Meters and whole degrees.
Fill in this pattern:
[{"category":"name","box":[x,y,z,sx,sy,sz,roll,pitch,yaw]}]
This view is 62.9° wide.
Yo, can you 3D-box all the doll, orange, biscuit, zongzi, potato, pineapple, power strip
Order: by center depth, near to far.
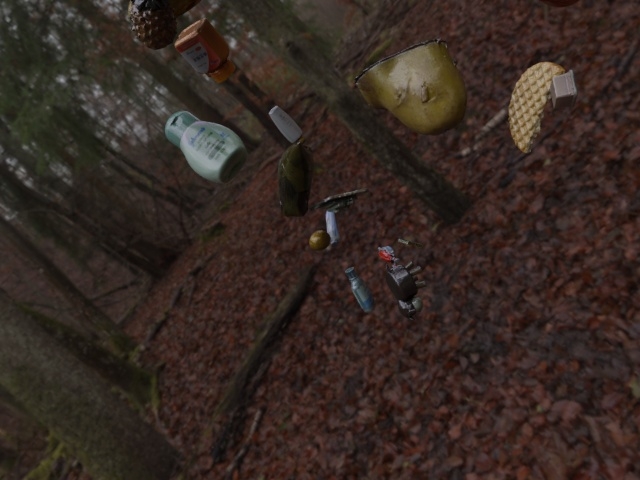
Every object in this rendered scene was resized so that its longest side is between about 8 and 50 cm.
[{"category":"doll","box":[0.189,0.041,1.445,0.039,0.057,0.114,-44,31,3]},{"category":"pineapple","box":[-0.528,-0.739,1.585,0.141,0.170,0.310,-51,-11,-25]},{"category":"potato","box":[0.312,-0.479,1.795,0.289,0.296,0.397,-19,0,-44]},{"category":"biscuit","box":[0.726,-0.479,1.820,0.205,0.040,0.309,-108,22,-49]},{"category":"zongzi","box":[-0.094,-0.233,1.981,0.300,0.138,0.287,-168,83,-85]},{"category":"power strip","box":[0.078,-0.144,2.075,0.198,0.065,0.213,-15,0,-21]},{"category":"orange","box":[0.000,0.000,2.171,0.095,0.085,0.085,-22,-4,-29]}]

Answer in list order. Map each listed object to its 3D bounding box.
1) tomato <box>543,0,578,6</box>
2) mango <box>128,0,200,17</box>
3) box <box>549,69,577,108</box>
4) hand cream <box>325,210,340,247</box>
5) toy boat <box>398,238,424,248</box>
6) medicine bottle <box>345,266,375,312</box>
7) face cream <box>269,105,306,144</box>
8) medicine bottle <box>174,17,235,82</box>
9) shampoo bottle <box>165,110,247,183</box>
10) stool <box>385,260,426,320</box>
[{"category":"tomato","box":[0.573,-0.705,1.326,0.180,0.259,0.260,-62,4,25]},{"category":"mango","box":[-0.528,-0.891,1.831,0.365,0.182,0.253,-41,12,-1]},{"category":"box","box":[0.757,-0.466,1.632,0.062,0.090,0.122,-10,-9,18]},{"category":"hand cream","box":[0.055,-0.073,2.457,0.088,0.055,0.256,109,161,-45]},{"category":"toy boat","box":[0.399,0.013,2.290,0.063,0.115,0.016,23,98,53]},{"category":"medicine bottle","box":[0.175,0.215,2.296,0.053,0.209,0.090,-20,18,30]},{"category":"face cream","box":[-0.132,-0.456,2.095,0.072,0.182,0.051,-53,29,-16]},{"category":"medicine bottle","box":[-0.446,-0.742,2.072,0.149,0.222,0.112,-15,47,32]},{"category":"shampoo bottle","box":[-0.476,-0.393,2.115,0.222,0.349,0.151,-53,-14,-5]},{"category":"stool","box":[0.306,0.169,1.826,0.121,0.217,0.125,-23,-7,-11]}]
